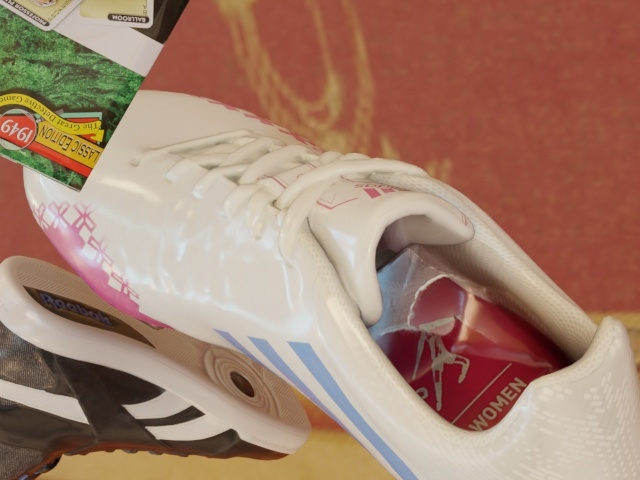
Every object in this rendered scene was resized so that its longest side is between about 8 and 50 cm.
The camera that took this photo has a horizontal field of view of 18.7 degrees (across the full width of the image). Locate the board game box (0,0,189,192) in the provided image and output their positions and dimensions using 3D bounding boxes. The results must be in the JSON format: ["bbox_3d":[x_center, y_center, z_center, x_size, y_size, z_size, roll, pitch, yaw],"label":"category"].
[{"bbox_3d":[-0.158,-0.127,0.635,0.136,0.259,0.030,-59,28,10],"label":"board game box"}]

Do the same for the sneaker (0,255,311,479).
[{"bbox_3d":[-0.117,0.092,1.038,0.121,0.217,0.079,-47,39,19],"label":"sneaker"}]

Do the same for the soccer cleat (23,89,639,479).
[{"bbox_3d":[0.000,0.000,0.796,0.331,0.116,0.143,32,153,28],"label":"soccer cleat"}]
